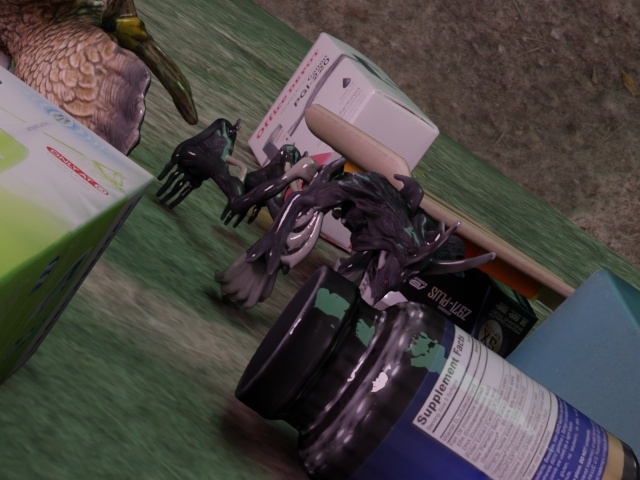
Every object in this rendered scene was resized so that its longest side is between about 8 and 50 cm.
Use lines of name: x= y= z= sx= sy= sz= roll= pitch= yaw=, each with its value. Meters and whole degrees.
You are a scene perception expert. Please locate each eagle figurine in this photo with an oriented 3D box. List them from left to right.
eagle figurine: x=-0.182 y=-0.164 z=0.897 sx=0.226 sy=0.225 sz=0.298 roll=27 pitch=18 yaw=-1

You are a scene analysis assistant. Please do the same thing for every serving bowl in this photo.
serving bowl: x=0.042 y=0.050 z=1.165 sx=0.083 sy=0.027 sz=0.083 roll=35 pitch=12 yaw=-9

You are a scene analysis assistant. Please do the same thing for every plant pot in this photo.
plant pot: x=0.242 y=0.178 z=0.946 sx=0.165 sy=0.166 sz=0.234 roll=28 pitch=25 yaw=-34

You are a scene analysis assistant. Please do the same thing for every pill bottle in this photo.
pill bottle: x=0.065 y=0.113 z=0.764 sx=0.219 sy=0.123 sz=0.123 roll=34 pitch=12 yaw=-5

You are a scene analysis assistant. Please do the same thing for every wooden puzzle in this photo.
wooden puzzle: x=0.102 y=-0.020 z=1.158 sx=0.238 sy=0.044 sz=0.221 roll=35 pitch=4 yaw=-29

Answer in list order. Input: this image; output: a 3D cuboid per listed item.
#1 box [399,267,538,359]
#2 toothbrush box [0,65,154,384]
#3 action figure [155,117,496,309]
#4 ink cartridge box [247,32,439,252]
box: x=0.123 y=0.039 z=1.308 sx=0.147 sy=0.077 sz=0.180 roll=34 pitch=13 yaw=-11
toothbrush box: x=-0.207 y=-0.019 z=0.518 sx=0.206 sy=0.122 sz=0.283 roll=36 pitch=11 yaw=-2
action figure: x=0.000 y=0.000 z=0.988 sx=0.164 sy=0.141 sz=0.275 roll=28 pitch=-1 yaw=-43
ink cartridge box: x=0.018 y=-0.110 z=1.388 sx=0.092 sy=0.159 sz=0.218 roll=30 pitch=13 yaw=-23
